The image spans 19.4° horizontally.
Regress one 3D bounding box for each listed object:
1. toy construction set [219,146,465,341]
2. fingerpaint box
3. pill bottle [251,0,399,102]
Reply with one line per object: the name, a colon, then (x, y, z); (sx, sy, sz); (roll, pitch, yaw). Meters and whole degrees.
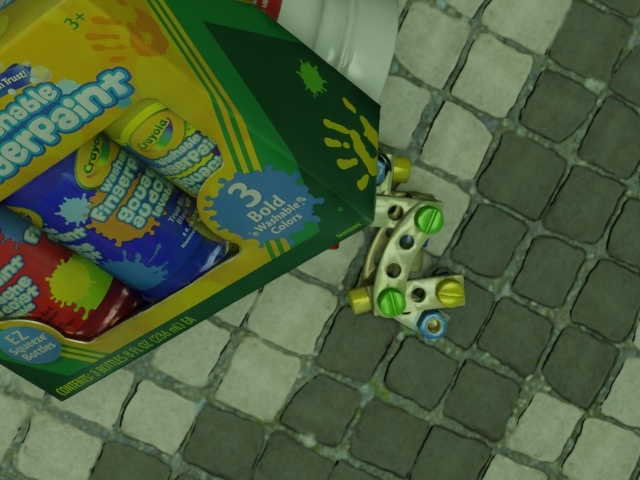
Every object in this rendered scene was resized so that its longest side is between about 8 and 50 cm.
toy construction set: (0.000, 0.000, 2.003); (0.327, 0.151, 0.215); (2, 101, -23)
fingerpaint box: (-0.229, -0.069, 1.764); (0.445, 0.163, 0.371); (-30, 129, 33)
pill bottle: (-0.141, -0.229, 1.874); (0.407, 0.229, 0.229); (16, 98, -14)
